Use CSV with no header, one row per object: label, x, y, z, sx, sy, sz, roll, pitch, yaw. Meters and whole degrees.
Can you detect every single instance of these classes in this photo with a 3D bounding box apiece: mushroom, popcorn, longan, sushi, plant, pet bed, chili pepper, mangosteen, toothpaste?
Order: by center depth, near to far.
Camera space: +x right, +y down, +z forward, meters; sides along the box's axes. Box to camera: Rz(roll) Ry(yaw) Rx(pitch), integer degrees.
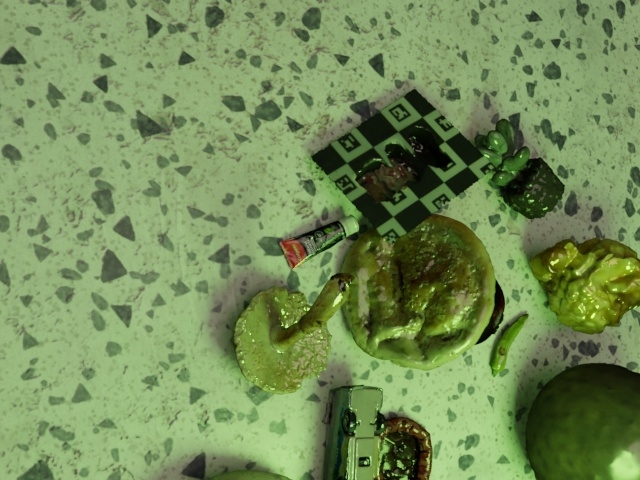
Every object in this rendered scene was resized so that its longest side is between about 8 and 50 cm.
mushroom,-0.073,0.180,1.432,0.207,0.302,0.233,25,57,13
toothpaste,0.000,0.000,1.608,0.193,0.045,0.071,-25,95,-19
pet bed,0.188,0.523,1.637,0.201,0.053,0.201,5,77,-24
mangosteen,0.353,0.159,1.677,0.209,0.210,0.210,3,84,-25
sushi,0.195,-0.167,1.685,0.373,0.100,0.296,-36,76,-24
longan,0.711,0.506,1.702,0.390,0.391,0.392,3,84,-25
plant,0.519,-0.185,1.811,0.274,0.149,0.146,46,68,-11
chili pepper,0.503,0.268,1.816,0.049,0.043,0.208,36,70,-4
popcorn,0.718,0.114,1.840,0.332,0.225,0.265,18,96,-13

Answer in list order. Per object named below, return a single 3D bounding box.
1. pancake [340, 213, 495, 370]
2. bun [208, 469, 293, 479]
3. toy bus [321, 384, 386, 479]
pancake,0.223,0.108,1.590,0.386,0.082,0.387,-4,72,13
bun,-0.146,0.649,1.376,0.364,0.219,0.366,1,88,-25
toy bus,0.069,0.486,1.541,0.112,0.138,0.317,11,79,-29
